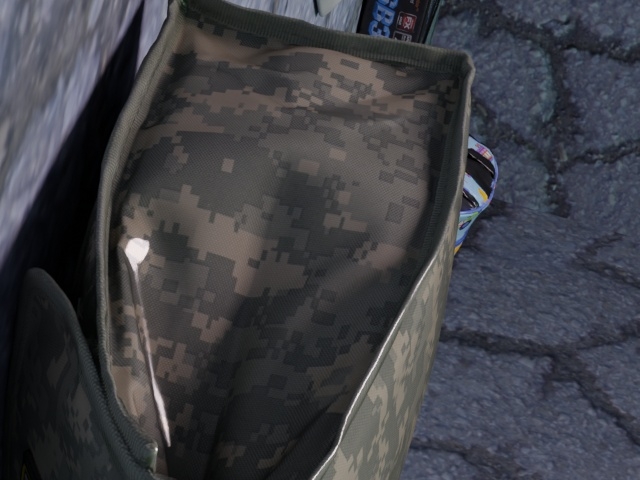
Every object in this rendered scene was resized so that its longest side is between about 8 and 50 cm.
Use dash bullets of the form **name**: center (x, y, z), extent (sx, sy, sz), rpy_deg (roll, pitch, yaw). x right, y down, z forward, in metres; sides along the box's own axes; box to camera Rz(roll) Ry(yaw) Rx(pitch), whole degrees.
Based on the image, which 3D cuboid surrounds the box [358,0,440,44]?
- **box**: center (0.111, -0.337, 1.955), extent (0.293, 0.073, 0.295), rpy_deg (-68, 173, -51)

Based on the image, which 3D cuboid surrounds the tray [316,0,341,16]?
- **tray**: center (0.045, -0.313, 1.432), extent (0.145, 0.030, 0.270), rpy_deg (77, 29, -83)

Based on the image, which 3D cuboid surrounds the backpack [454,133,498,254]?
- **backpack**: center (0.033, -0.034, 1.311), extent (0.158, 0.173, 0.117), rpy_deg (-68, 173, -61)

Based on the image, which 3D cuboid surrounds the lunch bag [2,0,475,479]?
- **lunch bag**: center (-0.043, 0.078, 0.771), extent (0.287, 0.169, 0.235), rpy_deg (-76, 179, -47)
